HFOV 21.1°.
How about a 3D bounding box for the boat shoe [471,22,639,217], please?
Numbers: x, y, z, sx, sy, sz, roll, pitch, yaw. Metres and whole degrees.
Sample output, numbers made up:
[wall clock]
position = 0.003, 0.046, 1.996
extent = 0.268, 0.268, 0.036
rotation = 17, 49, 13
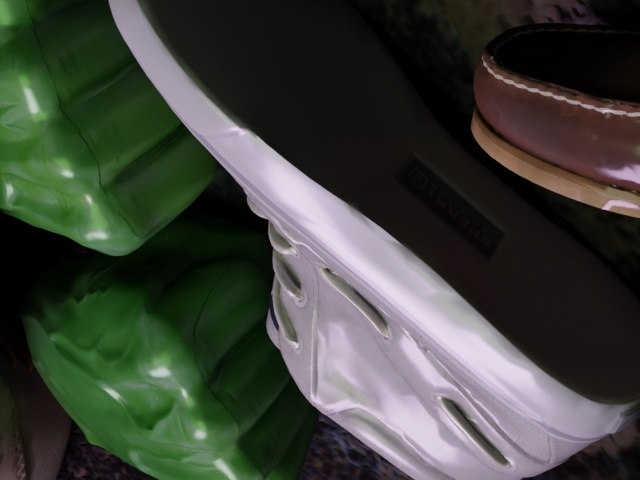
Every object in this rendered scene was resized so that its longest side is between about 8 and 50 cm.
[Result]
[boat shoe]
position = 0.142, -0.041, 0.516
extent = 0.207, 0.073, 0.073
rotation = 15, 132, 25

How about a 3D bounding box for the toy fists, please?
[toy fists]
position = -0.084, -0.003, 0.745
extent = 0.142, 0.096, 0.279
rotation = 18, 136, 55

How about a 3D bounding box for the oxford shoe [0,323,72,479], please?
[oxford shoe]
position = -0.203, 0.077, 0.863
extent = 0.140, 0.146, 0.397
rotation = 38, 151, 11

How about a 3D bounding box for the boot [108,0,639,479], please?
[boot]
position = 0.000, 0.000, 0.663
extent = 0.258, 0.095, 0.123
rotation = 45, 136, 1
